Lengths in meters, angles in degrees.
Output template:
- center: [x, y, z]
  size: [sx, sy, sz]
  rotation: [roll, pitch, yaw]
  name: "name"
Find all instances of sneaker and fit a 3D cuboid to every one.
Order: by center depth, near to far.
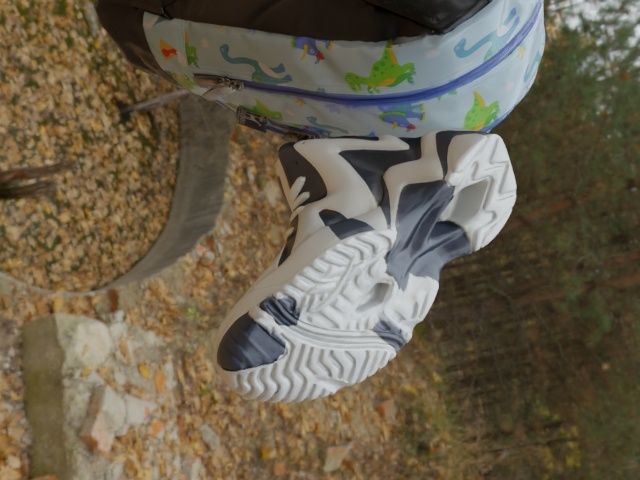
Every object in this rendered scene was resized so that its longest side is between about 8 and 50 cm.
- center: [0.000, 0.000, 0.456]
  size: [0.235, 0.153, 0.094]
  rotation: [-45, 125, -24]
  name: "sneaker"

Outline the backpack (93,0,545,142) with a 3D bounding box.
- center: [0.028, -0.216, 0.643]
  size: [0.290, 0.356, 0.273]
  rotation: [-55, 134, -26]
  name: "backpack"
